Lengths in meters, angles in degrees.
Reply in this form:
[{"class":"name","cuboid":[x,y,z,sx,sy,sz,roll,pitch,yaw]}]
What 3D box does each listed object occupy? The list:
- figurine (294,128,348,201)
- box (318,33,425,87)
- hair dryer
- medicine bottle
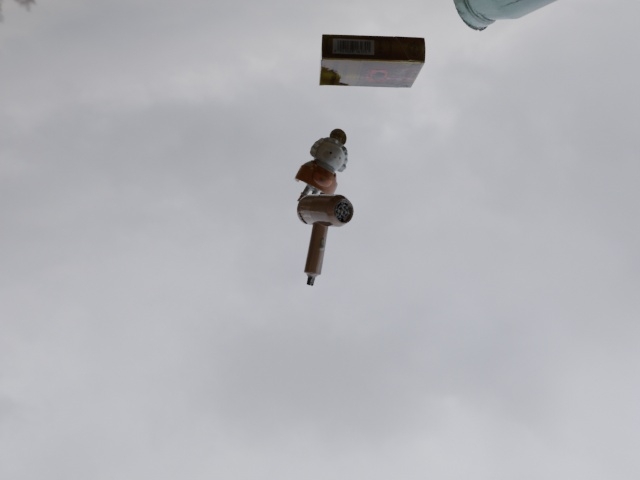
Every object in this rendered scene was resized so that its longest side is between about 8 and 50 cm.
[{"class":"figurine","cuboid":[0.007,-0.232,1.667,0.143,0.143,0.271,10,-110,33]},{"class":"box","cuboid":[0.117,-0.427,1.246,0.240,0.071,0.159,1,172,-3]},{"class":"hair dryer","cuboid":[0.000,0.000,0.999,0.064,0.181,0.117,10,179,-36]},{"class":"medicine bottle","cuboid":[0.581,-0.802,1.598,0.245,0.245,0.290,-41,-163,-31]}]
